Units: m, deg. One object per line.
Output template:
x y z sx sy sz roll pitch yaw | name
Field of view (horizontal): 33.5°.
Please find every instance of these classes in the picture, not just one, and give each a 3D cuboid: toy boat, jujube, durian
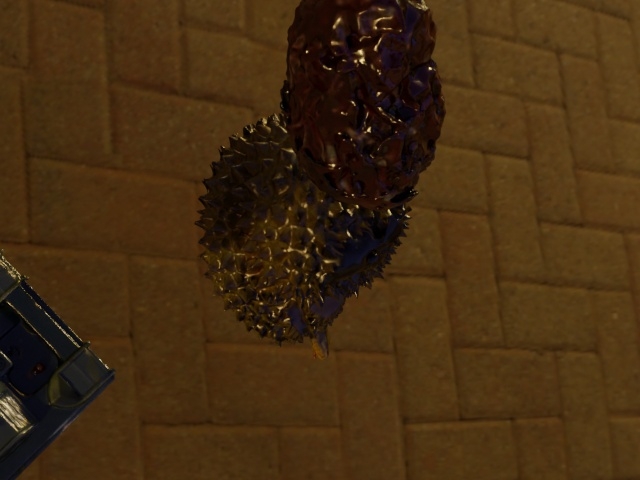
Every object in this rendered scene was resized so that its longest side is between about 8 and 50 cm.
-0.258 0.138 0.600 0.114 0.122 0.296 47 71 -3 | toy boat
0.025 -0.093 0.603 0.104 0.104 0.166 -46 149 -36 | jujube
0.000 0.000 0.966 0.193 0.138 0.237 -23 107 -33 | durian
